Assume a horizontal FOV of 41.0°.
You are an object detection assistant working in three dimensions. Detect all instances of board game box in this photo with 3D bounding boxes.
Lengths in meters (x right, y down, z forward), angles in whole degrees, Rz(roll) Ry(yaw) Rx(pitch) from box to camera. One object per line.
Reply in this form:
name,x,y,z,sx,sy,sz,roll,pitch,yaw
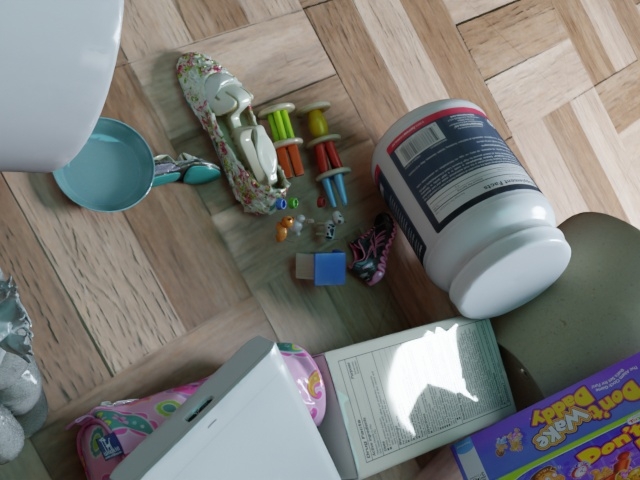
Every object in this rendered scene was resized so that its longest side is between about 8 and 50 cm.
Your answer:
board game box,0.377,0.282,1.140,0.233,0.347,0.078,54,11,-39

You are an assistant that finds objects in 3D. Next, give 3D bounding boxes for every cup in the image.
cup,0.375,0.157,1.264,0.237,0.331,0.331,-30,94,-17

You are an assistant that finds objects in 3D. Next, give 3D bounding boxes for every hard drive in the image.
hard drive,-0.072,0.277,0.905,0.203,0.040,0.307,-43,129,-28

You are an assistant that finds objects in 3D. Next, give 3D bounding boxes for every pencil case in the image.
pencil case,-0.129,0.201,0.944,0.284,0.124,0.124,-15,84,-39

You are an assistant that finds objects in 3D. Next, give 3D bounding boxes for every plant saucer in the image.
plant saucer,-0.254,-0.086,0.998,0.119,0.021,0.119,8,69,-23

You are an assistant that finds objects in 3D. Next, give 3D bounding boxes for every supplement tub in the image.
supplement tub,0.204,-0.047,1.196,0.191,0.191,0.272,3,47,-38

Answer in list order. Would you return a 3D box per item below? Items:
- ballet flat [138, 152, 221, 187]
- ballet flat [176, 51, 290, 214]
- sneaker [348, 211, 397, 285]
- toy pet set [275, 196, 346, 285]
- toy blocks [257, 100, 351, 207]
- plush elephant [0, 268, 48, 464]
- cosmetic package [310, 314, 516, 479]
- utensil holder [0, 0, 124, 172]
ballet flat,-0.176,-0.091,1.065,0.114,0.041,0.041,-10,80,-41
ballet flat,-0.105,-0.149,1.116,0.091,0.077,0.240,-29,93,-39
sneaker,0.071,0.004,1.227,0.057,0.047,0.119,26,57,-15
toy pet set,0.000,0.000,1.122,0.122,0.065,0.114,-10,102,-60
toy blocks,-0.016,-0.115,1.189,0.123,0.054,0.148,-11,82,-41
plush elephant,-0.378,0.104,0.702,0.255,0.330,0.271,-24,97,-23
cosmetic package,0.108,0.201,1.136,0.310,0.113,0.160,-8,79,-39
utensil holder,-0.410,-0.225,0.739,0.386,0.328,0.327,2,73,-39
